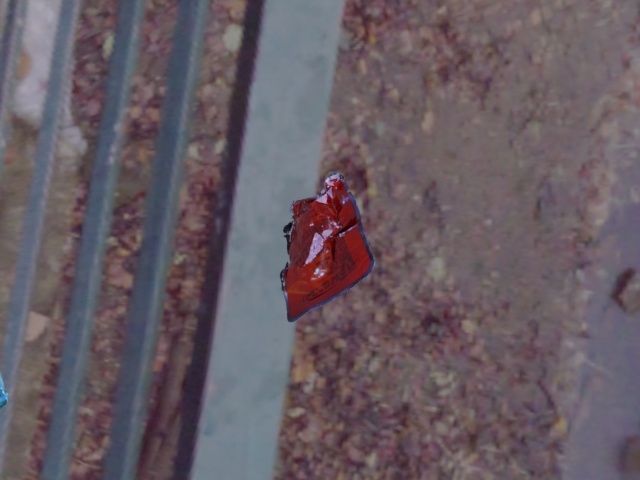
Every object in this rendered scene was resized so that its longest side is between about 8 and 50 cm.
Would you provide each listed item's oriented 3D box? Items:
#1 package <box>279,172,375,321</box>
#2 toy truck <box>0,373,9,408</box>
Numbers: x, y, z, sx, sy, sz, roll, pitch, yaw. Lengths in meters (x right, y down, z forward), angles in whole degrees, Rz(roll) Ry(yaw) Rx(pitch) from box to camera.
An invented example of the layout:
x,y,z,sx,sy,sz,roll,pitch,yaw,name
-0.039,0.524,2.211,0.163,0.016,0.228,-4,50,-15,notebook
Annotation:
x,y,z,sx,sy,sz,roll,pitch,yaw,name
0.000,0.000,2.104,0.071,0.194,0.269,31,33,-26,package
-0.454,0.192,1.431,0.175,0.067,0.081,-27,128,-13,toy truck
